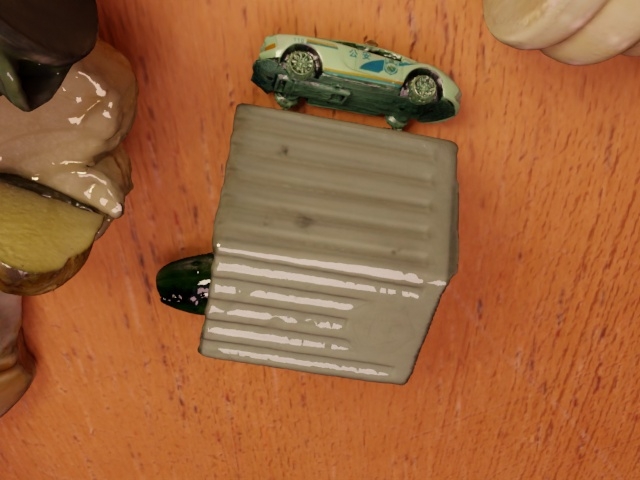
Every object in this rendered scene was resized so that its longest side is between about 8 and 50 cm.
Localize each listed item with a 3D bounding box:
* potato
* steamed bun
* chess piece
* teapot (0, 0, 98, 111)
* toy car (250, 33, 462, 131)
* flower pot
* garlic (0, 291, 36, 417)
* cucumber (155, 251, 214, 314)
[{"bbox_3d":[-0.227,0.009,0.569,0.096,0.103,0.066,21,121,-9],"label":"potato"},{"bbox_3d":[-0.282,-0.126,0.621,0.295,0.137,0.292,20,123,-8],"label":"steamed bun"},{"bbox_3d":[0.296,-0.182,0.590,0.299,0.167,0.167,18,122,-18],"label":"chess piece"},{"bbox_3d":[-0.310,-0.147,0.442,0.336,0.200,0.271,-26,83,13],"label":"teapot"},{"bbox_3d":[0.033,-0.141,0.659,0.186,0.058,0.093,9,168,-9],"label":"toy car"},{"bbox_3d":[0.000,0.000,0.664,0.189,0.209,0.239,8,129,-6],"label":"flower pot"},{"bbox_3d":[-0.431,0.131,0.811,0.227,0.110,0.217,1,128,-3],"label":"garlic"},{"bbox_3d":[-0.057,0.044,0.787,0.227,0.069,0.069,-2,125,-5],"label":"cucumber"}]
